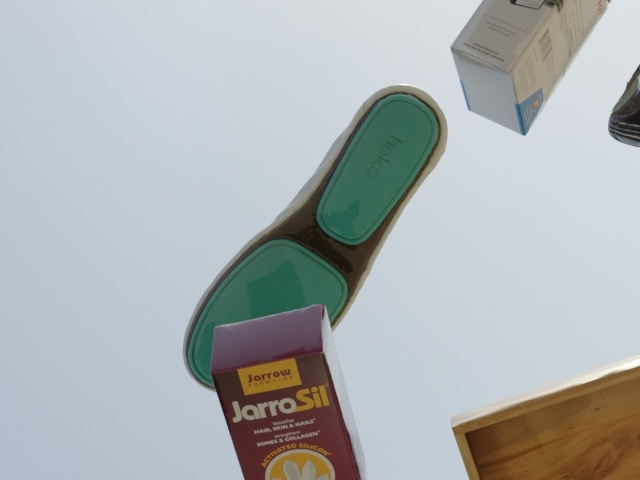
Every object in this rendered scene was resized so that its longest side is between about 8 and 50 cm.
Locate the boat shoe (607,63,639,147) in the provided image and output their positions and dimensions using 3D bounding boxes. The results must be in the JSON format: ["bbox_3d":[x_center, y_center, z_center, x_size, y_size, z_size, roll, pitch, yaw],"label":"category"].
[{"bbox_3d":[0.325,-0.150,1.256,0.190,0.068,0.072,107,177,-72],"label":"boat shoe"}]

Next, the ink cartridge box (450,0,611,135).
[{"bbox_3d":[0.232,-0.232,1.433,0.190,0.082,0.139,-57,-25,-14],"label":"ink cartridge box"}]

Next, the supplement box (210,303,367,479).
[{"bbox_3d":[-0.026,0.163,1.190,0.080,0.104,0.188,-91,-12,-62],"label":"supplement box"}]

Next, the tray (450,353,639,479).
[{"bbox_3d":[0.393,0.260,1.679,0.076,0.411,0.202,-48,-61,-83],"label":"tray"}]

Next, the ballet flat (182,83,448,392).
[{"bbox_3d":[0.000,0.000,1.445,0.400,0.139,0.139,-53,-41,8],"label":"ballet flat"}]
